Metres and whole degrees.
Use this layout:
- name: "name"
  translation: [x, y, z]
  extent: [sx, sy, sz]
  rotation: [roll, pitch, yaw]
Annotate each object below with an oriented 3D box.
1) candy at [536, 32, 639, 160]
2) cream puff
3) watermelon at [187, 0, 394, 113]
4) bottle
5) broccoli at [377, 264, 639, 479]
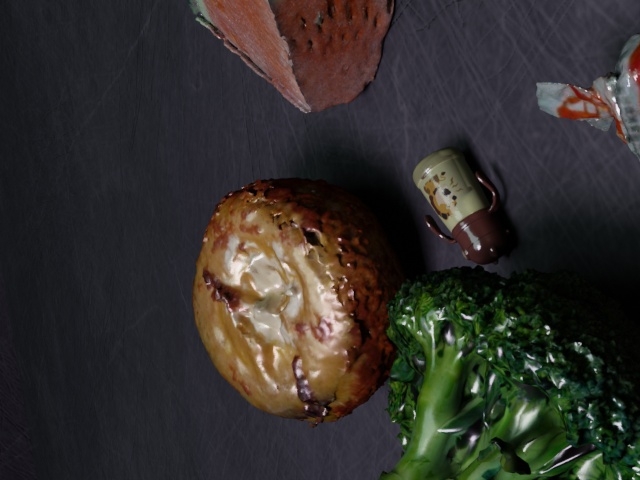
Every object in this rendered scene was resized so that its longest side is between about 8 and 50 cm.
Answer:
- name: "candy"
  translation: [0.240, -0.086, 0.479]
  extent: [0.292, 0.059, 0.086]
  rotation: [-8, 121, 48]
- name: "cream puff"
  translation: [-0.013, 0.055, 0.859]
  extent: [0.240, 0.164, 0.239]
  rotation: [5, 98, 36]
- name: "watermelon"
  translation: [-0.047, -0.226, 0.857]
  extent: [0.318, 0.148, 0.226]
  rotation: [-3, 104, 60]
- name: "bottle"
  translation: [0.117, -0.026, 0.738]
  extent: [0.101, 0.047, 0.063]
  rotation: [62, 154, 22]
- name: "broccoli"
  translation: [0.116, 0.160, 0.578]
  extent: [0.297, 0.297, 0.297]
  rotation: [42, 153, 27]
